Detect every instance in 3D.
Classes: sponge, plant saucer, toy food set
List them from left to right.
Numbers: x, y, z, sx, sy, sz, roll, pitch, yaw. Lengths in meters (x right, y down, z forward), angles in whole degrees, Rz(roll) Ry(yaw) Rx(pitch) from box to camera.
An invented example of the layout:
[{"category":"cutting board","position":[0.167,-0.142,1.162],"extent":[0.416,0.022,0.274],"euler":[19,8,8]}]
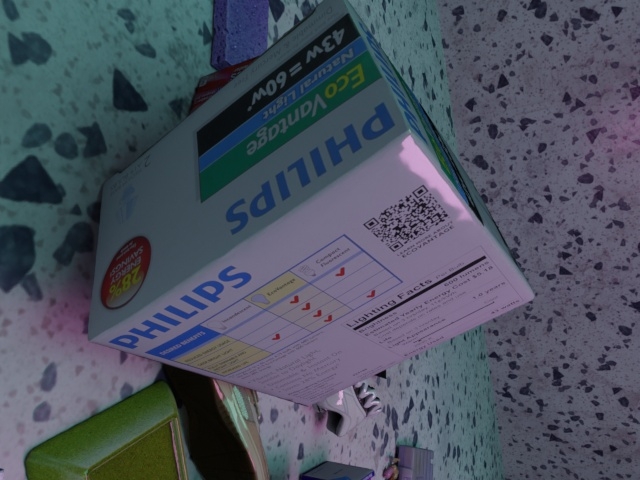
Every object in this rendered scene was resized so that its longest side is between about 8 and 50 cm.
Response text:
[{"category":"plant saucer","position":[-0.214,0.284,0.552],"extent":[0.188,0.045,0.189],"euler":[-18,102,-62]},{"category":"sponge","position":[-0.132,-0.369,0.821],"extent":[0.117,0.031,0.210],"euler":[18,70,-61]},{"category":"toy food set","position":[0.182,0.638,1.286],"extent":[0.078,0.019,0.122],"euler":[42,58,-52]}]

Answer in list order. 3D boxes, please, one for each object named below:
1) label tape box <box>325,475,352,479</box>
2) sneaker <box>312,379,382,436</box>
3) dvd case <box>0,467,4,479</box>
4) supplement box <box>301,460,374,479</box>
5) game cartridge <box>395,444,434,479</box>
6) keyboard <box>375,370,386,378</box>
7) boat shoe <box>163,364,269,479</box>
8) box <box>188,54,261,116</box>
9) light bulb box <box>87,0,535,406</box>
[{"category":"label tape box","position":[-0.059,0.535,0.705],"extent":[0.348,0.115,0.249],"euler":[-59,146,-2]},{"category":"sneaker","position":[0.015,0.256,0.939],"extent":[0.118,0.110,0.292],"euler":[-35,110,-21]},{"category":"dvd case","position":[-0.320,0.247,0.391],"extent":[0.119,0.013,0.087],"euler":[11,76,-61]},{"category":"supplement box","position":[0.032,0.551,0.913],"extent":[0.111,0.113,0.220],"euler":[18,72,-61]},{"category":"game cartridge","position":[0.258,0.772,1.369],"extent":[0.230,0.068,0.355],"euler":[38,54,-50]},{"category":"keyboard","position":[0.090,0.288,1.149],"extent":[0.317,0.033,0.202],"euler":[37,49,-54]},{"category":"boat shoe","position":[-0.125,0.230,0.670],"extent":[0.098,0.109,0.303],"euler":[-37,113,-57]},{"category":"box","position":[-0.056,-0.181,0.693],"extent":[0.122,0.256,0.128],"euler":[43,48,-48]},{"category":"light bulb box","position":[0.000,0.000,0.576],"extent":[0.361,0.357,0.225],"euler":[37,28,-46]}]
